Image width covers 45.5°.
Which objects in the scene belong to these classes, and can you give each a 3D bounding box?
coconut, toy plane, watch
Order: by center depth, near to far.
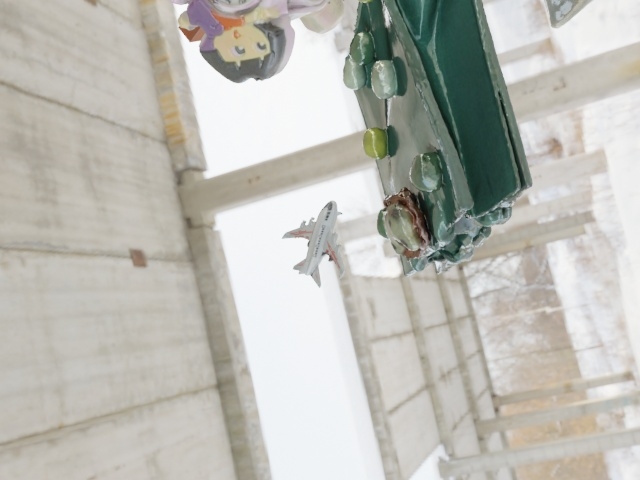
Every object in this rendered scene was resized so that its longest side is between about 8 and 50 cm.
[{"bbox_3d":[-0.091,-0.371,1.075,0.244,0.196,0.231,61,-148,-27],"label":"watch"},{"bbox_3d":[0.000,0.000,1.489,0.065,0.162,0.171,3,-65,-55],"label":"toy plane"},{"bbox_3d":[0.003,-0.528,1.739,0.124,0.110,0.110,35,-138,-55],"label":"coconut"}]

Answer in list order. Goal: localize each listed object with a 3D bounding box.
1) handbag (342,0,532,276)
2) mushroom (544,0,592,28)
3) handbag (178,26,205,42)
[{"bbox_3d":[0.084,-0.116,0.715,0.269,0.100,0.274,110,150,-76],"label":"handbag"},{"bbox_3d":[0.443,-0.395,0.878,0.126,0.396,0.177,-82,-26,-57],"label":"mushroom"},{"bbox_3d":[-0.216,-0.515,1.722,0.063,0.127,0.190,53,-141,6],"label":"handbag"}]
